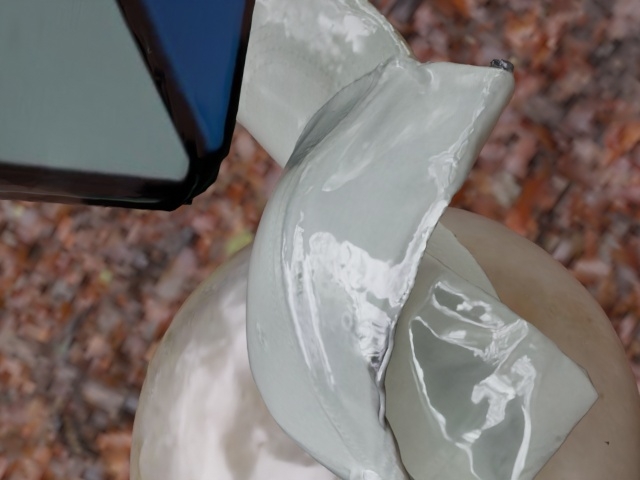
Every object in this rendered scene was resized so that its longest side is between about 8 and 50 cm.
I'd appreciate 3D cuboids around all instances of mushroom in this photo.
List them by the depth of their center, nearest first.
[{"bbox_3d":[0.050,0.156,1.098,0.362,0.294,0.362,-8,68,21],"label":"mushroom"}]

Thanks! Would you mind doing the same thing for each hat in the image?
[{"bbox_3d":[0.008,-0.001,0.840,0.168,0.258,0.301,-33,46,-11],"label":"hat"}]

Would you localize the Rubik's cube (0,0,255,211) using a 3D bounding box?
[{"bbox_3d":[-0.182,-0.156,0.649,0.248,0.246,0.250,13,96,34],"label":"Rubik's cube"}]
